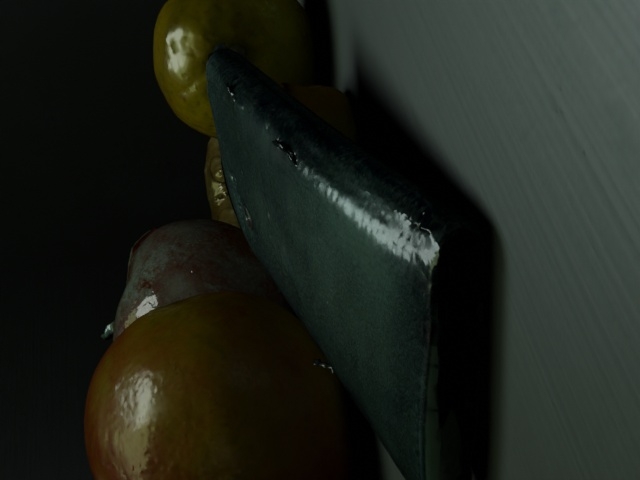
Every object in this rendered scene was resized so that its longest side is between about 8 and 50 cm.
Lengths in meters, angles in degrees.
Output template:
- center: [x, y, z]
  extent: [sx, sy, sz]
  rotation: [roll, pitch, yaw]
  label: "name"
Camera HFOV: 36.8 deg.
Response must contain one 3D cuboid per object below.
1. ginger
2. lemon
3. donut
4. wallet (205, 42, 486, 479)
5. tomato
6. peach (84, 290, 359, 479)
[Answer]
- center: [-0.148, -0.023, 1.735]
  extent: [0.363, 0.122, 0.348]
  rotation: [-91, -12, -66]
  label: "ginger"
- center: [-0.083, -0.178, 0.950]
  extent: [0.207, 0.170, 0.169]
  rotation: [-173, 76, -88]
  label: "lemon"
- center: [0.000, -0.067, 0.835]
  extent: [0.152, 0.058, 0.151]
  rotation: [173, 90, -83]
  label: "donut"
- center: [0.000, 0.000, 0.670]
  extent: [0.379, 0.046, 0.190]
  rotation: [-134, 33, -55]
  label: "wallet"
- center: [-0.182, 0.125, 1.455]
  extent: [0.317, 0.283, 0.316]
  rotation: [9, -90, -89]
  label: "tomato"
- center: [-0.096, 0.210, 1.020]
  extent: [0.332, 0.308, 0.307]
  rotation: [44, 145, 47]
  label: "peach"
